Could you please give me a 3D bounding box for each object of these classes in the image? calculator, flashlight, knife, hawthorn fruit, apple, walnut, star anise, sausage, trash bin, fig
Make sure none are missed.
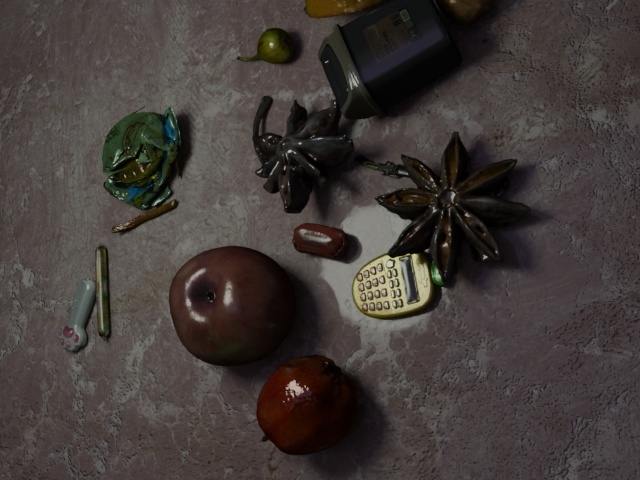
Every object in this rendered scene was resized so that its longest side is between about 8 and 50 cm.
[{"bbox_3d":[0.174,0.093,1.738,0.234,0.032,0.146,-17,72,25],"label":"calculator"},{"bbox_3d":[-0.652,0.197,2.143,0.093,0.047,0.201,16,88,30],"label":"flashlight"},{"bbox_3d":[0.170,-0.159,1.800,0.222,0.021,0.046,28,96,29],"label":"knife"},{"bbox_3d":[-0.043,0.367,1.706,0.253,0.205,0.205,-49,62,19],"label":"hawthorn fruit"},{"bbox_3d":[-0.208,0.149,1.811,0.305,0.235,0.306,-7,75,28],"label":"apple"},{"bbox_3d":[0.316,-0.563,1.741,0.166,0.149,0.167,-13,73,53],"label":"walnut"},{"bbox_3d":[0.275,-0.065,1.666,0.331,0.117,0.332,-8,68,21],"label":"star anise"},{"bbox_3d":[0.000,0.000,1.827,0.141,0.076,0.076,8,83,31],"label":"sausage"},{"bbox_3d":[-0.585,0.135,2.129,0.032,0.033,0.269,-14,73,25],"label":"sausage"},{"bbox_3d":[0.150,-0.414,1.780,0.290,0.182,0.210,-27,67,14],"label":"trash bin"},{"bbox_3d":[-0.042,-0.213,1.872,0.315,0.139,0.360,-6,62,30],"label":"star anise"},{"bbox_3d":[-0.136,-0.491,2.006,0.166,0.093,0.093,13,85,49],"label":"fig"}]

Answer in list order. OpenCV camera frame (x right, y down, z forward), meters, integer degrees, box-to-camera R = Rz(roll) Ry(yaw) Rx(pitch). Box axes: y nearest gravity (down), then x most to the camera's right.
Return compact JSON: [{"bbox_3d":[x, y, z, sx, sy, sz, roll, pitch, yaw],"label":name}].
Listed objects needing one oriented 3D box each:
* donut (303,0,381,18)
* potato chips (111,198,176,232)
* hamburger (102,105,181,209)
[{"bbox_3d":[0.070,-0.626,1.837,0.277,0.108,0.278,-19,36,14],"label":"donut"},{"bbox_3d":[-0.463,-0.064,2.110,0.203,0.037,0.026,-21,80,17],"label":"potato chips"},{"bbox_3d":[-0.490,-0.227,2.091,0.260,0.150,0.276,10,85,31],"label":"hamburger"}]
